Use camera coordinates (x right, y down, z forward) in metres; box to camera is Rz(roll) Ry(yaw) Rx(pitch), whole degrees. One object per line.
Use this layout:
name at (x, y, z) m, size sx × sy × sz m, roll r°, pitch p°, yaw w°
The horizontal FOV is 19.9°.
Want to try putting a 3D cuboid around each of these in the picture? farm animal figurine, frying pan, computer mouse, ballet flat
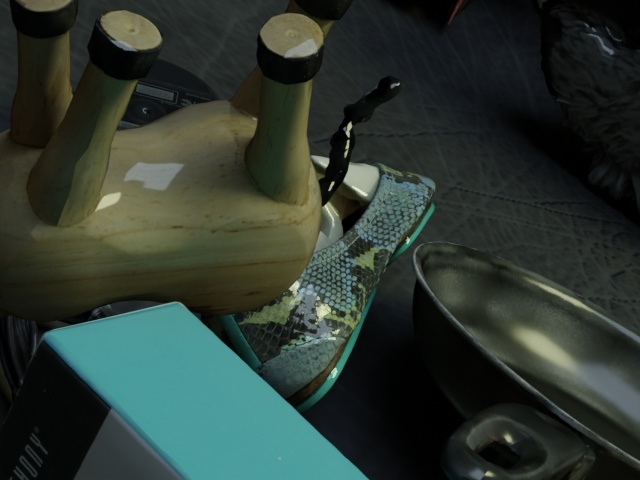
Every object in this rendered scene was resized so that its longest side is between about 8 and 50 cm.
farm animal figurine at (-0.186, -0.036, 0.526) m, size 0.330 × 0.172 × 0.327 m, roll 34°, pitch 42°, yaw 14°
frying pan at (0.113, 0.082, 0.652) m, size 0.197 × 0.053 × 0.326 m, roll 30°, pitch 15°, yaw -6°
computer mouse at (-0.079, 0.004, 0.694) m, size 0.071 × 0.041 × 0.242 m, roll 16°, pitch 36°, yaw -6°
ballet flat at (0.000, 0.000, 0.724) m, size 0.070 × 0.070 × 0.188 m, roll 29°, pitch 26°, yaw 1°

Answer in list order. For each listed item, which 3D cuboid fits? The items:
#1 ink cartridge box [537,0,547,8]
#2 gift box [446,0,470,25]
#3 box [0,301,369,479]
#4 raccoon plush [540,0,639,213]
ink cartridge box at (0.203, -0.185, 1.237) m, size 0.115 × 0.067 × 0.198 m, roll 22°, pitch 27°, yaw -13°
gift box at (0.059, -0.300, 1.115) m, size 0.258 × 0.255 × 0.276 m, roll 24°, pitch 27°, yaw 5°
box at (0.005, 0.132, 0.477) m, size 0.244 × 0.100 × 0.060 m, roll 42°, pitch 29°, yaw 23°
raccoon plush at (0.311, -0.079, 1.036) m, size 0.299 × 0.216 × 0.446 m, roll -26°, pitch 88°, yaw -50°
